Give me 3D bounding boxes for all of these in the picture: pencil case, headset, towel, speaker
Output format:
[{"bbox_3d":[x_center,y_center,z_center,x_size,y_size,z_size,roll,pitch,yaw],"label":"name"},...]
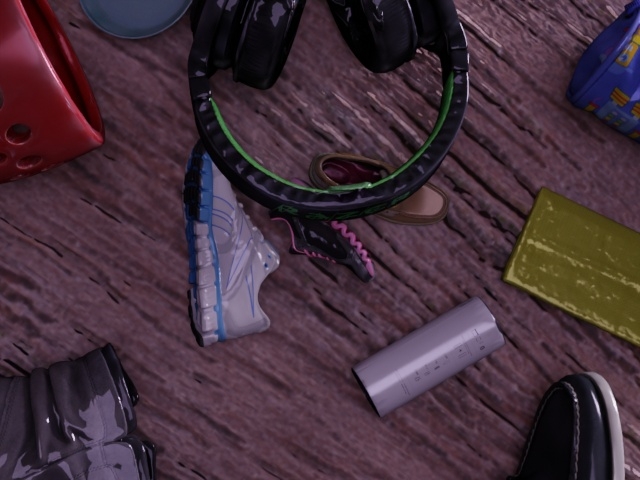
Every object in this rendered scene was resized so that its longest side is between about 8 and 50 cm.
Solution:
[{"bbox_3d":[0.382,-0.110,1.182,0.306,0.119,0.133,29,109,-3],"label":"pencil case"},{"bbox_3d":[-0.002,-0.218,1.121,0.243,0.185,0.394,-7,77,-6],"label":"headset"},{"bbox_3d":[0.294,0.044,1.220,0.237,0.021,0.102,25,80,-2],"label":"towel"},{"bbox_3d":[0.097,0.106,1.179,0.136,0.055,0.055,-30,90,-6],"label":"speaker"}]

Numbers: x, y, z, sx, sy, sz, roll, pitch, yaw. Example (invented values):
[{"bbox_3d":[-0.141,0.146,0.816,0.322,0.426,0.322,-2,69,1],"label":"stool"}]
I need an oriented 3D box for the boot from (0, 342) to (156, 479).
[{"bbox_3d":[-0.243,0.268,1.116,0.223,0.118,0.338,-7,92,-11],"label":"boot"}]

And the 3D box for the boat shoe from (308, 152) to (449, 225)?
[{"bbox_3d":[0.055,-0.047,1.188,0.135,0.045,0.050,15,86,-4],"label":"boat shoe"}]

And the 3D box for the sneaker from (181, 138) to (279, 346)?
[{"bbox_3d":[-0.080,-0.002,1.171,0.083,0.071,0.190,-4,92,-17],"label":"sneaker"}]

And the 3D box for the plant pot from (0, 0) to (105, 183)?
[{"bbox_3d":[-0.298,-0.131,1.095,0.174,0.191,0.191,-26,90,3],"label":"plant pot"}]

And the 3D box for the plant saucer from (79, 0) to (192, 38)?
[{"bbox_3d":[-0.163,-0.239,1.178,0.119,0.021,0.119,-2,82,13],"label":"plant saucer"}]

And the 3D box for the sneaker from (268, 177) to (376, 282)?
[{"bbox_3d":[0.000,0.000,1.185,0.057,0.047,0.119,-43,84,1],"label":"sneaker"}]

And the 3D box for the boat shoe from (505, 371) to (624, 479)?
[{"bbox_3d":[0.177,0.279,1.143,0.113,0.127,0.340,10,96,-16],"label":"boat shoe"}]
